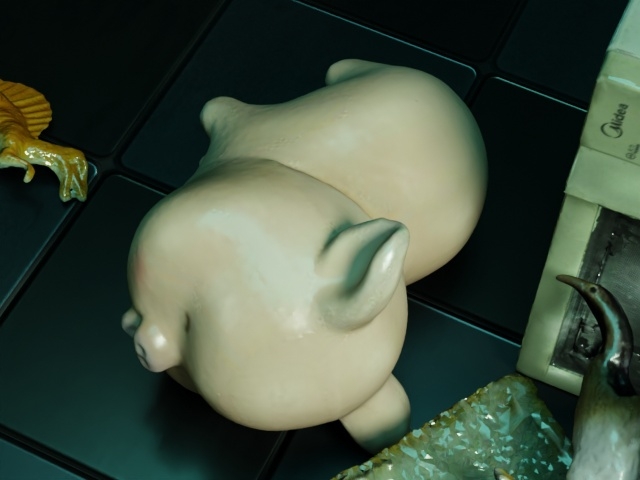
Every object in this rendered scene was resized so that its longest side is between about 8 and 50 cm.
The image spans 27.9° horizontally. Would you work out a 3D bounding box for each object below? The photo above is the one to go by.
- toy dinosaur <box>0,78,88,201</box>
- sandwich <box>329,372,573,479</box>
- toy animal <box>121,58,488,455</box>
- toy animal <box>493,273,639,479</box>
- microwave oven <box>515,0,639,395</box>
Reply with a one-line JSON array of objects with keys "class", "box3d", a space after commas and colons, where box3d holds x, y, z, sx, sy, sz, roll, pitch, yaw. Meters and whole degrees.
[{"class": "toy dinosaur", "box3d": [-0.287, -0.115, 1.105, 0.142, 0.057, 0.212, -8, 58, -21]}, {"class": "sandwich", "box3d": [0.120, 0.258, 0.838, 0.271, 0.099, 0.301, -27, 61, -31]}, {"class": "toy animal", "box3d": [0.000, 0.000, 0.961, 0.326, 0.237, 0.269, -28, 51, -21]}, {"class": "toy animal", "box3d": [0.182, 0.118, 0.809, 0.160, 0.272, 0.197, -41, 69, 1]}, {"class": "microwave oven", "box3d": [0.300, -0.051, 0.902, 0.218, 0.355, 0.286, 22, 58, 14]}]
